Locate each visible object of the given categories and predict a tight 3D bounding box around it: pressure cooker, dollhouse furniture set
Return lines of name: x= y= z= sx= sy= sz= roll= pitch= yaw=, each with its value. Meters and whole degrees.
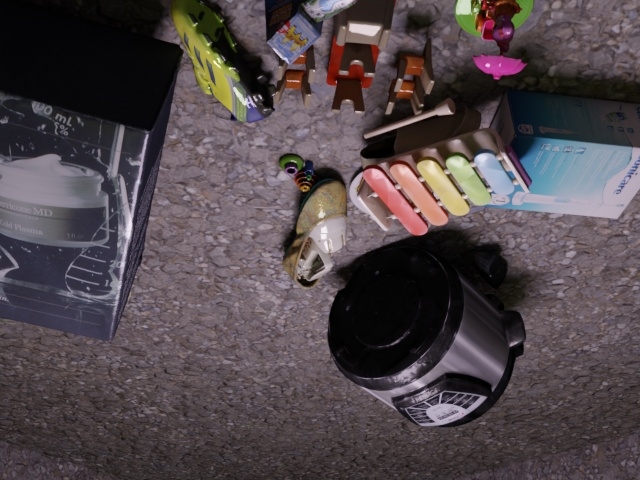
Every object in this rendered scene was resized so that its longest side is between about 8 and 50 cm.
pressure cooker: x=0.270 y=0.249 z=1.982 sx=0.370 sy=0.376 sz=0.420 roll=23 pitch=168 yaw=46
dollhouse furniture set: x=0.062 y=-0.333 z=1.374 sx=0.262 sy=0.135 sz=0.259 roll=4 pitch=157 yaw=-5

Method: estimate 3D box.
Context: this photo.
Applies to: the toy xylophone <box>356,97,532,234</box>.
toy xylophone: x=0.206 y=-0.128 z=1.491 sx=0.322 sy=0.081 sz=0.236 roll=-23 pitch=131 yaw=38

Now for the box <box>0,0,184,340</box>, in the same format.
box: x=-0.523 y=-0.130 z=1.378 sx=0.479 sy=0.297 sz=0.472 roll=14 pitch=127 yaw=-9

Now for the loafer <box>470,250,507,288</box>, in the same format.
loafer: x=0.412 y=0.067 z=1.990 sx=0.061 sy=0.062 sz=0.170 roll=29 pitch=167 yaw=31

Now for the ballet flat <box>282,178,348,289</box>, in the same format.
ballet flat: x=0.000 y=0.000 z=1.826 sx=0.123 sy=0.123 sz=0.348 roll=9 pitch=145 yaw=-12

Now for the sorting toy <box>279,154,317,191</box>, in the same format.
sorting toy: x=-0.042 y=-0.136 z=1.700 sx=0.061 sy=0.042 sz=0.102 roll=-21 pitch=140 yaw=29

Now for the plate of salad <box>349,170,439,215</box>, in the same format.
plate of salad: x=0.162 y=-0.098 z=1.749 sx=0.199 sy=0.048 sz=0.200 roll=0 pitch=145 yaw=0

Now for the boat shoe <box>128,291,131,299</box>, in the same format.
boat shoe: x=-0.544 y=0.112 z=2.042 sx=0.080 sy=0.073 sz=0.223 roll=-8 pitch=145 yaw=13

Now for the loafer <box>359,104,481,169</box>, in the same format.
loafer: x=0.185 y=-0.185 z=1.573 sx=0.268 sy=0.102 sz=0.092 roll=-29 pitch=124 yaw=29

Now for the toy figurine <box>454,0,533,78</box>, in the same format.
toy figurine: x=0.289 y=-0.340 z=1.296 sx=0.130 sy=0.159 sz=0.173 roll=2 pitch=145 yaw=-2

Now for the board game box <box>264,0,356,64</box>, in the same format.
board game box: x=-0.011 y=-0.365 z=1.212 sx=0.194 sy=0.194 sz=0.060 roll=-15 pitch=144 yaw=35

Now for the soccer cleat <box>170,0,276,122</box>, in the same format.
soccer cleat: x=-0.187 y=-0.303 z=1.420 sx=0.121 sy=0.093 sz=0.289 roll=-10 pitch=144 yaw=26

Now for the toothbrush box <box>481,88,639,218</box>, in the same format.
toothbrush box: x=0.474 y=-0.162 z=1.580 sx=0.295 sy=0.126 sz=0.216 roll=5 pitch=144 yaw=-5
